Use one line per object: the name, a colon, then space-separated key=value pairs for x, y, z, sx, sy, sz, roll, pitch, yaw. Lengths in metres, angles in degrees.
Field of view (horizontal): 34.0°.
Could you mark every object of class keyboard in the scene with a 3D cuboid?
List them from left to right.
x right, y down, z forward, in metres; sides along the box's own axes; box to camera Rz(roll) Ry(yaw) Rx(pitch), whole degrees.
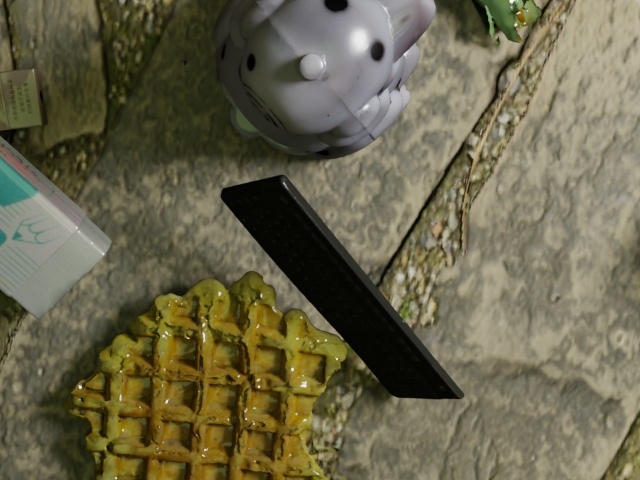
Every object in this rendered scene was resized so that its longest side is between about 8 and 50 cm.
keyboard: x=-0.008 y=0.008 z=0.899 sx=0.041 sy=0.103 sz=0.381 roll=-49 pitch=114 yaw=-34

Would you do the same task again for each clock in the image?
clock: x=-0.001 y=-0.149 z=0.835 sx=0.189 sy=0.254 sz=0.188 roll=0 pitch=96 yaw=-4

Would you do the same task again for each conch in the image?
conch: x=0.155 y=-0.258 z=0.911 sx=0.106 sy=0.079 sz=0.170 roll=-29 pitch=114 yaw=10

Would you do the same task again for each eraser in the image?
eraser: x=-0.302 y=-0.039 z=0.931 sx=0.095 sy=0.052 sz=0.225 roll=-43 pitch=105 yaw=11

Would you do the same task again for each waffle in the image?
waffle: x=-0.091 y=0.171 z=0.981 sx=0.291 sy=0.051 sz=0.291 roll=0 pitch=101 yaw=2

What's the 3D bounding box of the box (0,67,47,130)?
box: x=-0.293 y=-0.125 z=0.945 sx=0.083 sy=0.024 sz=0.053 roll=-5 pitch=100 yaw=1
